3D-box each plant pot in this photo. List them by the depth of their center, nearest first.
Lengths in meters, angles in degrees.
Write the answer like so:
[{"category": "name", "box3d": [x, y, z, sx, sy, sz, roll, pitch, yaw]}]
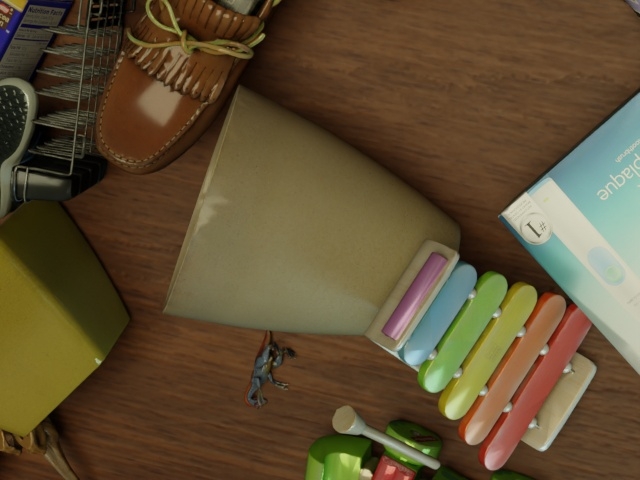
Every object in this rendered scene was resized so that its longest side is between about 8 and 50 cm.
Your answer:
[{"category": "plant pot", "box3d": [0.000, 0.000, 1.560, 0.274, 0.256, 0.256, 19, 103, -6]}, {"category": "plant pot", "box3d": [-0.345, 0.095, 1.677, 0.187, 0.212, 0.212, 44, 106, -9]}]

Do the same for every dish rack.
[{"category": "dish rack", "box3d": [-0.267, -0.179, 1.611, 0.074, 0.208, 0.271, 10, 100, 1]}]

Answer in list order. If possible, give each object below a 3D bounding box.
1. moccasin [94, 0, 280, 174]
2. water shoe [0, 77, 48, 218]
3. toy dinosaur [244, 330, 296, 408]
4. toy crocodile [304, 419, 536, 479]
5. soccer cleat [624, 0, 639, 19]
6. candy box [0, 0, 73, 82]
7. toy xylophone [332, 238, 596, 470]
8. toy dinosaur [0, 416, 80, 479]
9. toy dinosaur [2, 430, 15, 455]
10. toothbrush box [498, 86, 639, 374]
[{"category": "moccasin", "box3d": [-0.112, -0.238, 1.539, 0.139, 0.147, 0.380, 39, 89, 3]}, {"category": "water shoe", "box3d": [-0.352, -0.116, 1.673, 0.073, 0.080, 0.203, 37, 131, 11]}, {"category": "toy dinosaur", "box3d": [-0.065, 0.154, 1.699, 0.082, 0.047, 0.090, -45, 52, 25]}, {"category": "toy crocodile", "box3d": [0.145, 0.297, 1.620, 0.341, 0.105, 0.115, 24, 103, 10]}, {"category": "soccer cleat", "box3d": [0.357, -0.236, 1.491, 0.083, 0.095, 0.248, -32, 90, 17]}, {"category": "candy box", "box3d": [-0.486, -0.217, 1.699, 0.268, 0.122, 0.317, 33, 104, 8]}, {"category": "toy xylophone", "box3d": [0.149, 0.133, 1.509, 0.081, 0.323, 0.236, 30, 94, 46]}, {"category": "toy dinosaur", "box3d": [-0.331, 0.237, 1.743, 0.064, 0.112, 0.211, -37, 81, 21]}, {"category": "toy dinosaur", "box3d": [-0.464, 0.311, 1.731, 0.127, 0.200, 0.295, 25, 103, 10]}, {"category": "toothbrush box", "box3d": [0.364, 0.008, 1.510, 0.216, 0.126, 0.295, -41, 88, 16]}]
